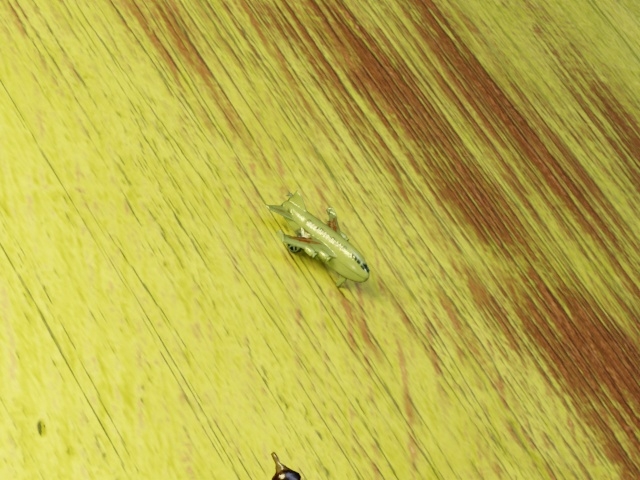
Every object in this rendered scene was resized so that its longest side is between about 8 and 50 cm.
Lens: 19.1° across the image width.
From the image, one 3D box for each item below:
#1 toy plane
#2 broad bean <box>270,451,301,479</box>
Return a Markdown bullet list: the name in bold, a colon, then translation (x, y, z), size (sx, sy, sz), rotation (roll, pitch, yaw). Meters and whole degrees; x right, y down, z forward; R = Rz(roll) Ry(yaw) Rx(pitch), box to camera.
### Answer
- **toy plane**: translation (0.000, 0.000, 1.697), size (0.111, 0.040, 0.102), rotation (47, 33, 10)
- **broad bean**: translation (0.054, 0.292, 1.352), size (0.077, 0.061, 0.339), rotation (-9, 54, -43)
